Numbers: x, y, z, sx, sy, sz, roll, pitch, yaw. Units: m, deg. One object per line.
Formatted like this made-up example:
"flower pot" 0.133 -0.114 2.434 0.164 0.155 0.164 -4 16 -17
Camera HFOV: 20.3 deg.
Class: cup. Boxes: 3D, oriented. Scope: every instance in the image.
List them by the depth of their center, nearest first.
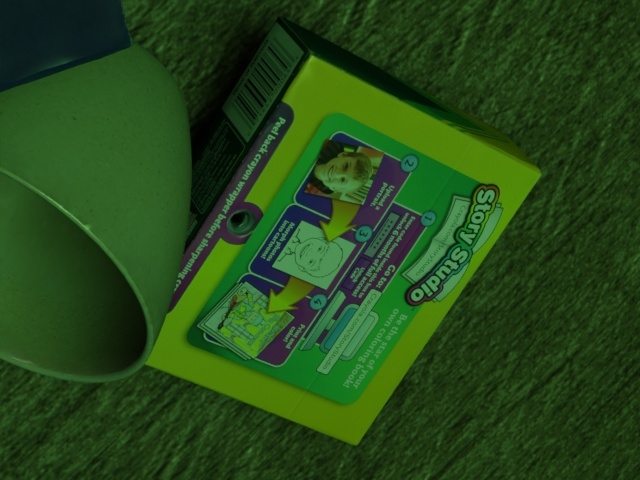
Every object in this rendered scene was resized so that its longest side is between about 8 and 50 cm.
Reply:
"cup" -0.247 -0.062 1.633 0.331 0.331 0.237 51 52 -29

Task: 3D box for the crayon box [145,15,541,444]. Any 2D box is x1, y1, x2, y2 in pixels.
"crayon box" 0.000 0.000 1.833 0.313 0.106 0.363 24 107 -33

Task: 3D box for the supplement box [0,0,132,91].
"supplement box" -0.329 -0.247 1.481 0.194 0.356 0.195 -22 113 -22
